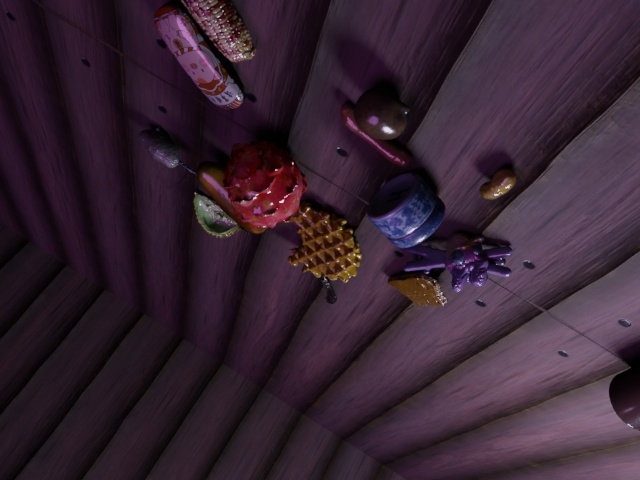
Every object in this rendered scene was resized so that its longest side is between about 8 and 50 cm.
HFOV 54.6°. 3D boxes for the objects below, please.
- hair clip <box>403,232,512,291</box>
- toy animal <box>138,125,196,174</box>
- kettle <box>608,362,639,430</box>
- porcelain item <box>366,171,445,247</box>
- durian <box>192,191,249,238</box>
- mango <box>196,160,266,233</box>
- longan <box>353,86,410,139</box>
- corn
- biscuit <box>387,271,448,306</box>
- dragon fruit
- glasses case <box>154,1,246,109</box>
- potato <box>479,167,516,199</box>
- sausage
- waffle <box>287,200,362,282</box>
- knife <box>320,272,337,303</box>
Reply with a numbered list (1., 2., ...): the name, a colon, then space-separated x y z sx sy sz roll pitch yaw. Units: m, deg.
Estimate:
1. hair clip: 0.308 0.052 1.462 0.278 0.137 0.090 0 173 45
2. toy animal: -0.408 -0.236 1.762 0.253 0.079 0.070 35 152 -3
3. kettle: 0.798 0.332 1.381 0.202 0.144 0.232 14 148 -6
4. porcelain item: 0.190 -0.064 1.363 0.114 0.147 0.147 44 149 -23
5. durian: -0.318 -0.065 1.942 0.215 0.086 0.100 35 137 1
6. mango: -0.234 -0.126 1.722 0.267 0.111 0.133 46 164 -25
7. longan: 0.121 -0.247 1.210 0.113 0.092 0.113 15 137 15
8. corn: -0.217 -0.459 1.233 0.086 0.086 0.253 3 140 42
9. biscuit: 0.272 0.131 1.651 0.131 0.026 0.237 34 165 -10
10. dragon fruit: -0.135 -0.126 1.541 0.210 0.205 0.268 2 154 1
11. glasses case: -0.264 -0.405 1.377 0.103 0.067 0.267 2 138 46
12. potato: 0.356 -0.111 1.234 0.045 0.046 0.092 64 145 18
13. sausage: 0.113 -0.220 1.313 0.186 0.043 0.043 38 151 -8
14. waffle: 0.000 0.000 1.735 0.259 0.069 0.293 15 144 25
15. knife: 0.023 0.147 1.974 0.045 0.021 0.222 22 150 25
